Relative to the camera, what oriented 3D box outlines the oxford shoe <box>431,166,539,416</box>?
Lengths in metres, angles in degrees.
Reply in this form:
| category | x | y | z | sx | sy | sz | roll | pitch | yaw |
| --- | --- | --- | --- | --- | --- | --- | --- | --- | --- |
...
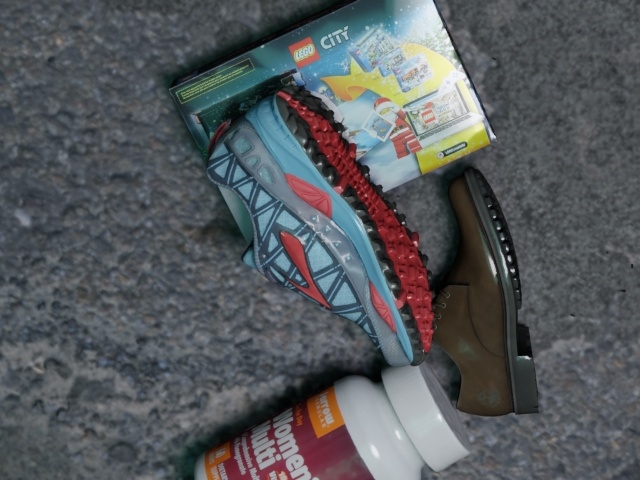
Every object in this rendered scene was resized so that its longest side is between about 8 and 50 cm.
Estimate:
| category | x | y | z | sx | sy | sz | roll | pitch | yaw |
| --- | --- | --- | --- | --- | --- | --- | --- | --- | --- |
| oxford shoe | 0.128 | 0.050 | 1.484 | 0.096 | 0.083 | 0.227 | -7 | 104 | 8 |

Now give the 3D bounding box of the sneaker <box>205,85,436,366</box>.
| category | x | y | z | sx | sy | sz | roll | pitch | yaw |
| --- | --- | --- | --- | --- | --- | --- | --- | --- | --- |
| sneaker | 0.000 | 0.000 | 1.435 | 0.125 | 0.104 | 0.262 | -25 | 105 | 26 |

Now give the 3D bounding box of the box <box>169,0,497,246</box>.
| category | x | y | z | sx | sy | sz | roll | pitch | yaw |
| --- | --- | --- | --- | --- | --- | --- | --- | --- | --- |
| box | 0.011 | -0.110 | 1.461 | 0.233 | 0.044 | 0.159 | -24 | 104 | 8 |

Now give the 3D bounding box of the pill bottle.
| category | x | y | z | sx | sy | sz | roll | pitch | yaw |
| --- | --- | --- | --- | --- | --- | --- | --- | --- | --- |
| pill bottle | 0.011 | 0.192 | 1.503 | 0.221 | 0.121 | 0.121 | -29 | 102 | 9 |
